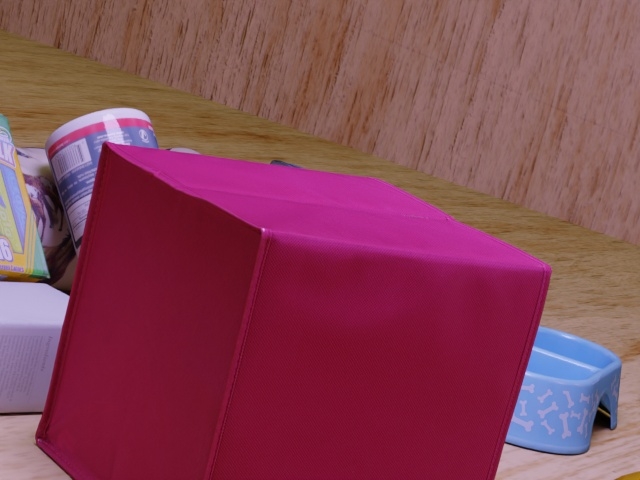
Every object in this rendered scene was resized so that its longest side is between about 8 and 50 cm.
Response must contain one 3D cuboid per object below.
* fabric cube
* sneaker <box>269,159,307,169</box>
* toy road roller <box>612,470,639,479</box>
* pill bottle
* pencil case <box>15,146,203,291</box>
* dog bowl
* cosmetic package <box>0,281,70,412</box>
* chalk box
[{"bbox_3d":[-0.028,0.088,1.391,0.258,0.254,0.259,6,14,-34],"label":"fabric cube"},{"bbox_3d":[0.000,0.000,2.348,0.111,0.129,0.297,20,-7,36],"label":"sneaker"},{"bbox_3d":[0.305,0.253,1.159,0.329,0.203,0.240,14,21,26],"label":"toy road roller"},{"bbox_3d":[-0.190,-0.025,1.760,0.108,0.180,0.108,-17,-15,-5],"label":"pill bottle"},{"bbox_3d":[-0.265,-0.026,1.929,0.183,0.160,0.410,29,16,29],"label":"pencil case"},{"bbox_3d":[0.229,0.149,1.945,0.166,0.074,0.297,18,10,19],"label":"dog bowl"},{"bbox_3d":[-0.286,0.086,1.507,0.117,0.086,0.231,24,11,40],"label":"cosmetic package"},{"bbox_3d":[-0.352,-0.045,1.634,0.132,0.213,0.132,-25,-16,24],"label":"chalk box"}]
